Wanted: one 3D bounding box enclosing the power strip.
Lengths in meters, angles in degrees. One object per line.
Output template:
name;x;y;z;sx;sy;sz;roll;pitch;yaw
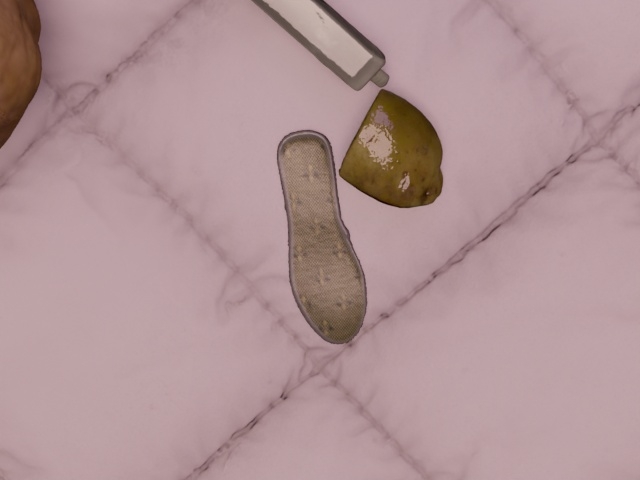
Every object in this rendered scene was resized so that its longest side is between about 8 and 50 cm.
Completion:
power strip;-0.059;-0.328;1.495;0.385;0.091;0.062;40;105;-10

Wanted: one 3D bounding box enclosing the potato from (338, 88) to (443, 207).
potato;0.113;-0.114;1.539;0.149;0.081;0.120;22;129;-5

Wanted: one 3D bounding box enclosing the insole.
insole;0.000;0.000;1.632;0.109;0.007;0.322;-9;107;4

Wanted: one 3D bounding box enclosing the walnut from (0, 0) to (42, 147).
walnut;-0.529;-0.236;1.421;0.381;0.381;0.381;1;106;2
